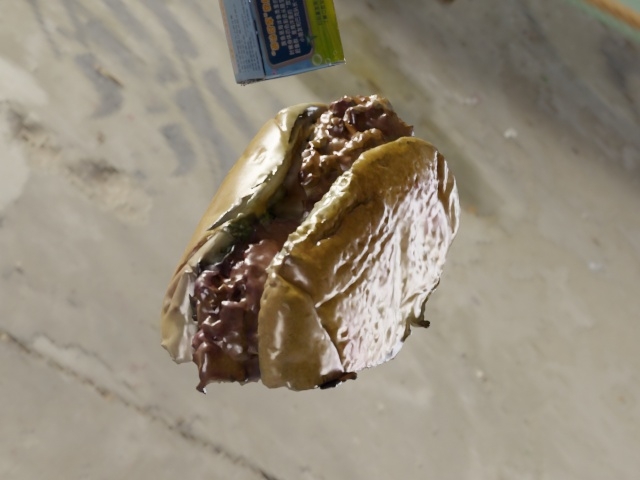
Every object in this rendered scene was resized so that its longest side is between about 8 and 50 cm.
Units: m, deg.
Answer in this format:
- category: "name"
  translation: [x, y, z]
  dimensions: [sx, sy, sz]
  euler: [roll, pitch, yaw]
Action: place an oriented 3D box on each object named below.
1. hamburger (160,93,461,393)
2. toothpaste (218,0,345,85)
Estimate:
- category: "hamburger"
  translation: [0.000, 0.000, 1.111]
  dimensions: [0.282, 0.155, 0.245]
  euler: [16, 81, -61]
- category: "toothpaste"
  translation: [-0.026, -0.182, 0.758]
  dimensions: [0.070, 0.044, 0.193]
  euler: [-16, 99, -24]
